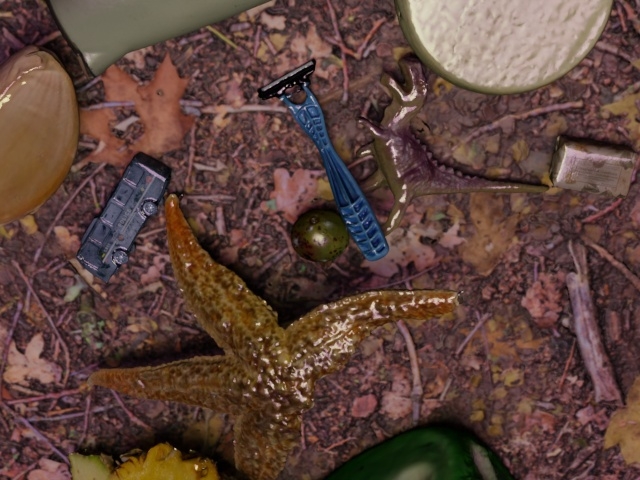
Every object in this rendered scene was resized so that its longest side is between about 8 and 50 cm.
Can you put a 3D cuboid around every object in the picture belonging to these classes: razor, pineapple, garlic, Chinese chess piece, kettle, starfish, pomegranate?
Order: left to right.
[{"bbox_3d":[-0.364,-0.122,1.387,0.145,0.164,0.245,35,104,5],"label":"garlic"},{"bbox_3d":[-0.185,-0.330,1.316,0.255,0.165,0.240,-20,81,13],"label":"kettle"},{"bbox_3d":[-0.207,0.390,1.617,0.344,0.286,0.209,-50,147,11],"label":"pineapple"},{"bbox_3d":[-0.075,0.142,1.485,0.384,0.132,0.398,30,121,14],"label":"starfish"},{"bbox_3d":[-0.004,0.000,1.484,0.073,0.073,0.084,19,130,-7],"label":"pomegranate"},{"bbox_3d":[0.016,-0.090,1.416,0.082,0.042,0.253,-30,77,11],"label":"razor"},{"bbox_3d":[0.207,-0.289,1.343,0.250,0.101,0.250,0,112,1],"label":"Chinese chess piece"}]

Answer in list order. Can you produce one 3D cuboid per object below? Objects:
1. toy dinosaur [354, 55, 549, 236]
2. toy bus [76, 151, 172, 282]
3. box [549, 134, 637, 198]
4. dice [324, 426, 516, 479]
[{"bbox_3d":[0.129,-0.086,1.447,0.200,0.072,0.251,-42,98,7],"label":"toy dinosaur"},{"bbox_3d":[-0.245,-0.029,1.485,0.065,0.047,0.166,32,108,-6],"label":"toy bus"},{"bbox_3d":[0.333,-0.090,1.453,0.098,0.045,0.062,8,111,-1],"label":"box"},{"bbox_3d":[0.138,0.445,1.546,0.300,0.287,0.297,-30,106,13],"label":"dice"}]
